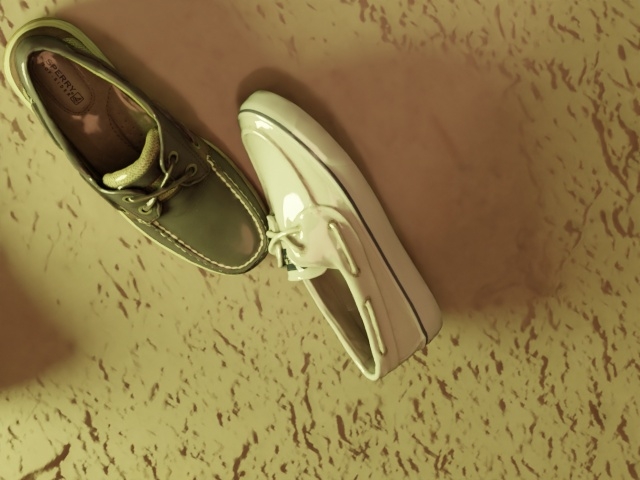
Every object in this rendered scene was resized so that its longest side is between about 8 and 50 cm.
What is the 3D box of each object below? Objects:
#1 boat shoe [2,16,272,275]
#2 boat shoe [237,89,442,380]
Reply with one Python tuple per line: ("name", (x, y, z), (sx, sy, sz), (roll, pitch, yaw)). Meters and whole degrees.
("boat shoe", (-0.153, -0.068, 1.640), (0.103, 0.092, 0.285), (-42, 104, 8))
("boat shoe", (0.000, 0.000, 1.660), (0.088, 0.096, 0.267), (-43, 114, -25))
